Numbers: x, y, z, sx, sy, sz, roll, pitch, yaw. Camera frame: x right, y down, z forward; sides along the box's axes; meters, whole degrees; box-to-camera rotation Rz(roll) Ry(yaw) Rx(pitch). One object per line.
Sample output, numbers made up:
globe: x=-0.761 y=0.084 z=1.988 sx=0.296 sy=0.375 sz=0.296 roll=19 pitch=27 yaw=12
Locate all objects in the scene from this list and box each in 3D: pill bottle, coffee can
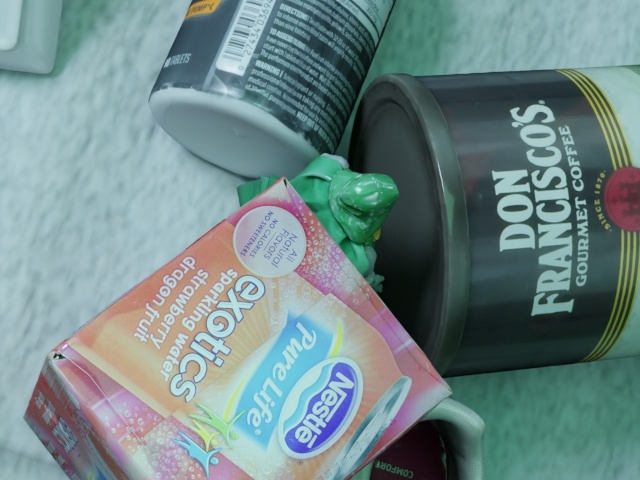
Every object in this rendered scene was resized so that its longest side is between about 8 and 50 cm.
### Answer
pill bottle: x=-0.014 y=-0.172 z=1.002 sx=0.130 sy=0.130 sz=0.245 roll=24 pitch=72 yaw=-8
coffee can: x=0.176 y=-0.018 z=0.976 sx=0.275 sy=0.201 sz=0.201 roll=-5 pitch=78 yaw=-16

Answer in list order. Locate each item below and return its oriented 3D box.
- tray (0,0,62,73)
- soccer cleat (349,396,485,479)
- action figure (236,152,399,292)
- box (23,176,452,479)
tray: x=-0.299 y=-0.185 z=0.937 sx=0.270 sy=0.030 sz=0.145 roll=7 pitch=119 yaw=-12
soccer cleat: x=0.029 y=0.247 z=0.907 sx=0.116 sy=0.143 sz=0.331 roll=15 pitch=74 yaw=-10
action figure: x=0.000 y=0.000 z=0.910 sx=0.064 sy=0.232 sz=0.137 roll=-17 pitch=83 yaw=-18
box: x=-0.065 y=0.096 z=0.835 sx=0.154 sy=0.300 sz=0.142 roll=-37 pitch=88 yaw=-20
